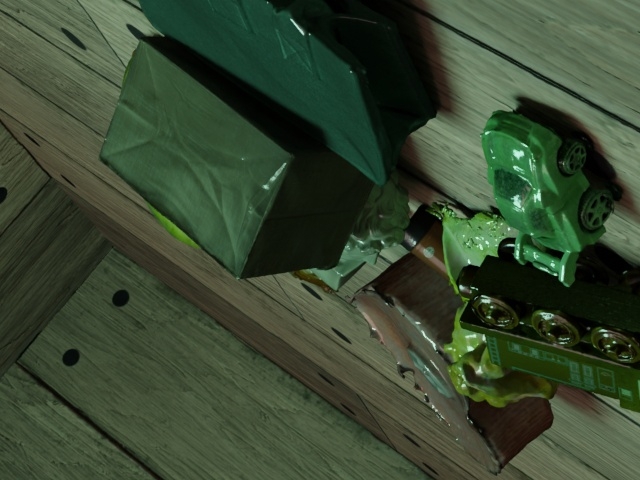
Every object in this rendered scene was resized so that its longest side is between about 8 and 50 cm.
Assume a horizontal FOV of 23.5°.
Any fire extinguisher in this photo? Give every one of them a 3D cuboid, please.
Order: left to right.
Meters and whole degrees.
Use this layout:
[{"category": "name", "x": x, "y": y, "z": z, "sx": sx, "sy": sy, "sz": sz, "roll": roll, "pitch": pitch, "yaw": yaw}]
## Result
[{"category": "fire extinguisher", "x": 0.166, "y": 0.034, "z": 1.704, "sx": 0.177, "sy": 0.050, "sz": 0.062, "roll": 38, "pitch": 137, "yaw": 0}]

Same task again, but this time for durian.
[{"category": "durian", "x": 0.177, "y": 0.011, "z": 1.568, "sx": 0.215, "sy": 0.086, "sz": 0.100, "roll": 15, "pitch": 120, "yaw": 58}]

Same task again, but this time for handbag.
[{"category": "handbag", "x": -0.051, "y": -0.201, "z": 1.366, "sx": 0.326, "sy": 0.089, "sz": 0.238, "roll": 36, "pitch": 170, "yaw": 22}]

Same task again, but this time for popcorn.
[{"category": "popcorn", "x": 0.197, "y": 0.114, "z": 1.640, "sx": 0.125, "sy": 0.145, "sz": 0.126, "roll": 24, "pitch": -146, "yaw": -31}]

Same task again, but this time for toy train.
[{"category": "toy train", "x": 0.181, "y": -0.039, "z": 1.268, "sx": 0.099, "sy": 0.081, "sz": 0.149, "roll": 30, "pitch": 166, "yaw": 43}, {"category": "toy train", "x": 0.237, "y": 0.081, "z": 1.431, "sx": 0.225, "sy": 0.090, "sz": 0.137, "roll": 16, "pitch": 147, "yaw": 26}]

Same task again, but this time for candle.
[{"category": "candle", "x": 0.159, "y": 0.121, "z": 1.895, "sx": 0.287, "sy": 0.131, "sz": 0.317, "roll": 37, "pitch": 161, "yaw": 47}]

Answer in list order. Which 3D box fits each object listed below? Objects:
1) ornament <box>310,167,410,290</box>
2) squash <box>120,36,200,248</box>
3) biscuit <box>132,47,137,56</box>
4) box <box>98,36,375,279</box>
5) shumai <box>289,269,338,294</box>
[{"category": "ornament", "x": 0.025, "y": -0.031, "z": 1.715, "sx": 0.130, "sy": 0.120, "sz": 0.285, "roll": 40, "pitch": 171, "yaw": -1}, {"category": "squash", "x": -0.136, "y": -0.110, "z": 1.740, "sx": 0.252, "sy": 0.049, "sz": 0.252, "roll": 21, "pitch": 119, "yaw": 44}, {"category": "biscuit", "x": -0.130, "y": -0.111, "z": 1.866, "sx": 0.334, "sy": 0.047, "sz": 0.202, "roll": 47, "pitch": 157, "yaw": 41}, {"category": "box", "x": -0.081, "y": -0.085, "z": 1.543, "sx": 0.231, "sy": 0.155, "sz": 0.149, "roll": 40, "pitch": -151, "yaw": 30}, {"category": "shumai", "x": 0.002, "y": 0.001, "z": 1.923, "sx": 0.145, "sy": 0.116, "sz": 0.145, "roll": 39, "pitch": 170, "yaw": 8}]
